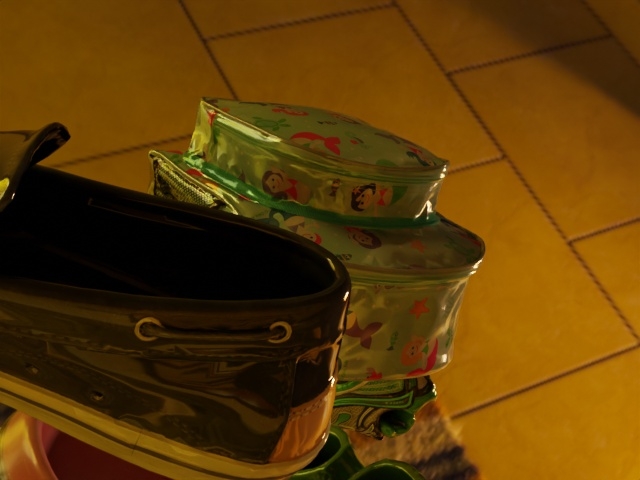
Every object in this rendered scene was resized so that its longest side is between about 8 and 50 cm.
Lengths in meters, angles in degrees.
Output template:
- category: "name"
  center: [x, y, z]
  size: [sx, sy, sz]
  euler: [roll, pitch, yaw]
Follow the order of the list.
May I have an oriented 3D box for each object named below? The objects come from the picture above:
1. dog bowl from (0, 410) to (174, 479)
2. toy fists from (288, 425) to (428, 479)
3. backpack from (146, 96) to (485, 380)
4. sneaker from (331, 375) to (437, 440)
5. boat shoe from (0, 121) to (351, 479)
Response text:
- category: "dog bowl"
  center: [-0.187, 0.306, 1.109]
  size: [0.408, 0.150, 0.408]
  euler: [32, 14, -9]
- category: "toy fists"
  center: [0.042, 0.264, 0.936]
  size: [0.096, 0.279, 0.142]
  euler: [-34, 105, -20]
- category: "backpack"
  center: [0.000, 0.000, 0.828]
  size: [0.225, 0.191, 0.253]
  euler: [2, 27, -37]
- category: "sneaker"
  center: [0.059, 0.268, 1.683]
  size: [0.134, 0.343, 0.146]
  euler: [-28, 79, -34]
- category: "boat shoe"
  center: [-0.211, -0.006, 0.625]
  size: [0.500, 0.156, 0.187]
  euler: [21, 28, -6]
